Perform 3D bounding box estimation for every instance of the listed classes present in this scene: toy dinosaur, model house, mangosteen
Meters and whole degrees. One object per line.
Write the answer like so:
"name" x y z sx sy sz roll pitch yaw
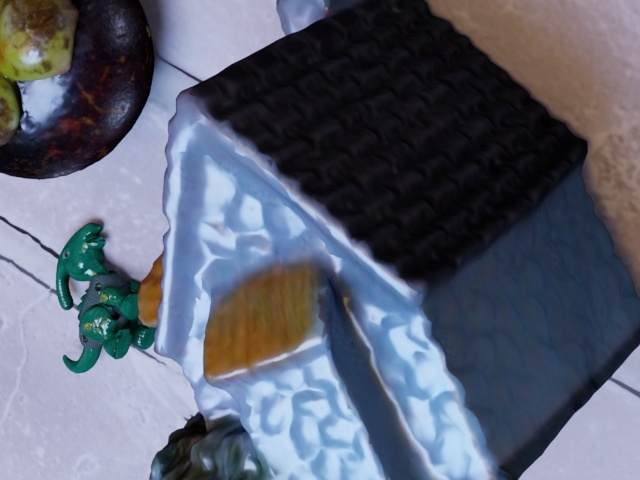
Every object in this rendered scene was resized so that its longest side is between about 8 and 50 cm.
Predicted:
"toy dinosaur" -0.187 0.055 1.667 0.096 0.059 0.132 30 113 25
"model house" 0.000 0.000 1.357 0.297 0.360 0.339 -16 101 34
"mangosteen" -0.236 -0.135 1.513 0.192 0.217 0.192 10 109 30
